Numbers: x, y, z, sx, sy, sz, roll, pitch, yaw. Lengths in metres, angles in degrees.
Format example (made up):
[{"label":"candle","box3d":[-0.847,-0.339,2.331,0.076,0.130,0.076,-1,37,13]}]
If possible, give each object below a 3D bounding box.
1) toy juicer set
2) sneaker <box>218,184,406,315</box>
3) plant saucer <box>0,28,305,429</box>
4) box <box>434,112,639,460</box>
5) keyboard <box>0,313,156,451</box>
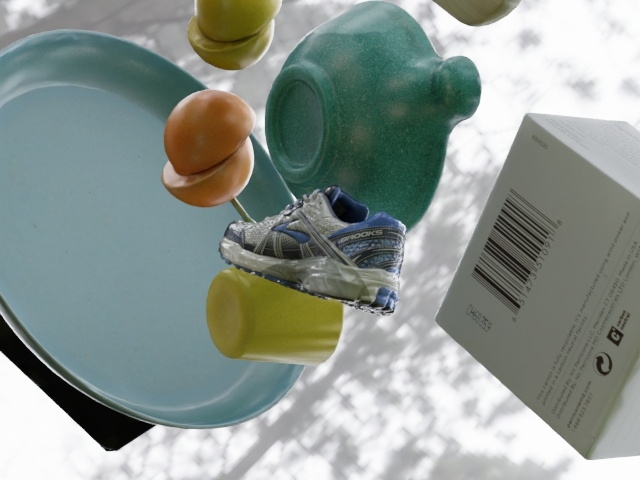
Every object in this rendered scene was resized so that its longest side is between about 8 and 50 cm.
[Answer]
[{"label":"toy juicer set","box3d":[0.009,-0.095,1.045,0.329,0.089,0.209,-57,-132,43]},{"label":"sneaker","box3d":[0.000,0.000,0.974,0.135,0.052,0.058,15,-95,49]},{"label":"plant saucer","box3d":[-0.134,-0.004,1.339,0.043,0.317,0.317,-36,-88,38]},{"label":"box","box3d":[0.203,0.031,1.321,0.182,0.119,0.181,42,-60,41]},{"label":"keyboard","box3d":[-0.190,0.083,1.461,0.108,0.023,0.180,-34,-71,34]}]
